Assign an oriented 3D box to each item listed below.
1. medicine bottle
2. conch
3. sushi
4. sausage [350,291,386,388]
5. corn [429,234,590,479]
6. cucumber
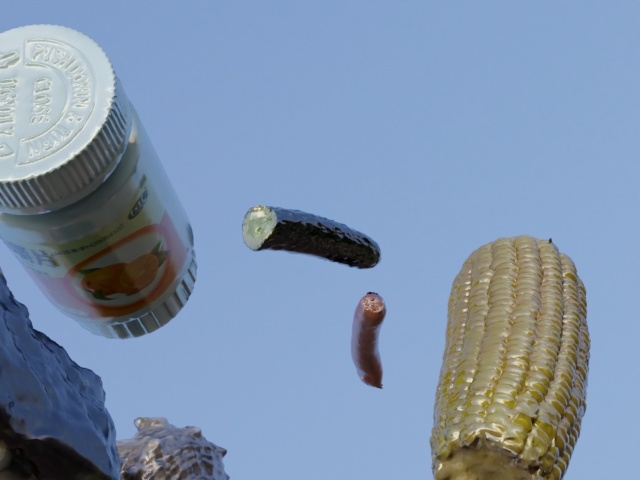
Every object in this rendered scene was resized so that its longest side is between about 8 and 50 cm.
[{"bbox_3d":[-0.212,-0.036,1.281,0.158,0.158,0.318,-30,-29,-5],"label":"medicine bottle"},{"bbox_3d":[-0.133,0.297,1.409,0.313,0.241,0.186,30,-39,-23],"label":"conch"},{"bbox_3d":[-0.260,0.129,0.958,0.211,0.171,0.350,-30,-64,7],"label":"sushi"},{"bbox_3d":[0.061,0.125,1.802,0.047,0.040,0.177,13,-37,9],"label":"sausage"},{"bbox_3d":[0.162,0.111,1.223,0.131,0.344,0.131,5,-61,9],"label":"corn"},{"bbox_3d":[0.000,0.000,1.695,0.214,0.052,0.058,13,-101,-44],"label":"cucumber"}]
